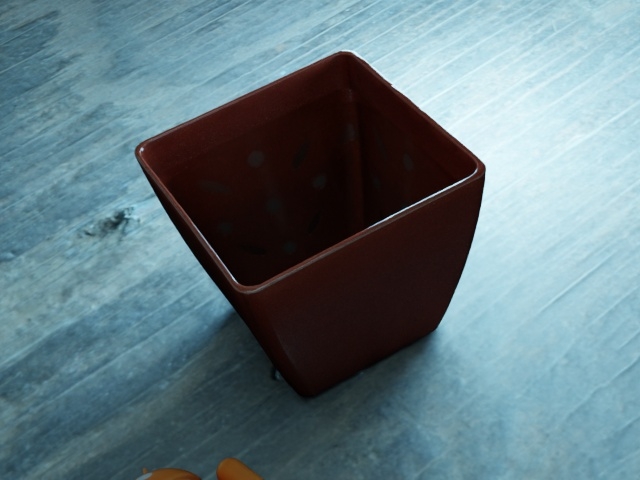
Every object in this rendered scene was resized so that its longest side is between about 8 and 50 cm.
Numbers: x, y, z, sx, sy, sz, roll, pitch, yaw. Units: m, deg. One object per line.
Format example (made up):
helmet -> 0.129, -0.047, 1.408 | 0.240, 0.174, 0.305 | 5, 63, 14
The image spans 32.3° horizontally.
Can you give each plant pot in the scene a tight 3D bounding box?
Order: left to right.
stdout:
plant pot -> 0.000, 0.000, 1.164 | 0.267, 0.236, 0.267 | -27, 46, -15

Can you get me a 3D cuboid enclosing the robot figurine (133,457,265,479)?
robot figurine -> -0.108, 0.284, 0.972 | 0.219, 0.158, 0.128 | 24, 15, 31
